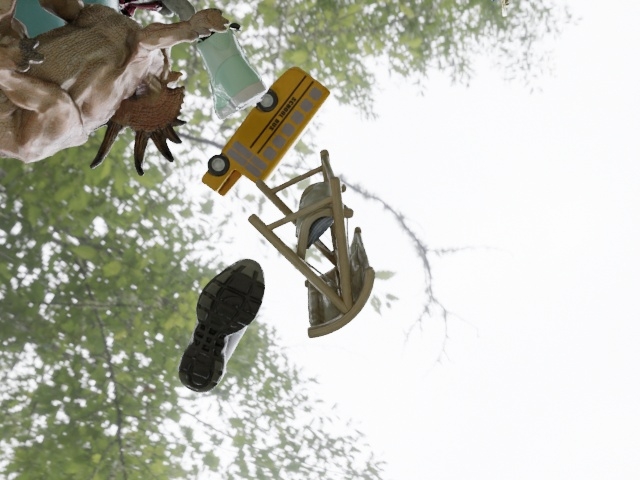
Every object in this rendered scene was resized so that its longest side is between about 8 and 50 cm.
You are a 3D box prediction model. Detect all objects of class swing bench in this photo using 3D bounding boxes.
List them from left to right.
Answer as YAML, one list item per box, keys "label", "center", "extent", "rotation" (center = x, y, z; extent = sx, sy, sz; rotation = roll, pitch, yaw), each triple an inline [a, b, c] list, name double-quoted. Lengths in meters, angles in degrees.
- label: "swing bench"
  center: [0.000, 0.000, 1.343]
  extent: [0.165, 0.254, 0.253]
  rotation: [-24, -162, 5]

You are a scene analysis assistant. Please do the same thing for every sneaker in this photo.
- label: "sneaker"
  center: [-0.172, 0.134, 1.277]
  extent: [0.101, 0.106, 0.267]
  rotation: [28, -69, -6]
- label: "sneaker"
  center: [-0.171, -0.311, 1.355]
  extent: [0.094, 0.256, 0.151]
  rotation: [-30, -82, -13]

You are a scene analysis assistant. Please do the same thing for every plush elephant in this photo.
- label: "plush elephant"
  center: [-0.530, -0.652, 1.963]
  extent: [0.255, 0.272, 0.330]
  rotation: [-40, -105, 3]

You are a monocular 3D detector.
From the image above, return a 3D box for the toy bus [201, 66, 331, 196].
- label: "toy bus"
  center: [-0.126, -0.234, 1.675]
  extent: [0.130, 0.108, 0.332]
  rotation: [37, -89, -3]

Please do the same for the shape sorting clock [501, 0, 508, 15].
- label: "shape sorting clock"
  center: [0.354, -0.550, 1.462]
  extent: [0.040, 0.206, 0.206]
  rotation: [-5, -115, 19]

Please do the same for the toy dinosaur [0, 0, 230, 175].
- label: "toy dinosaur"
  center: [-0.204, -0.122, 0.608]
  extent: [0.296, 0.200, 0.127]
  rotation: [-29, -109, -37]

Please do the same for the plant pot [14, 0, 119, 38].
- label: "plant pot"
  center: [-0.482, -0.388, 1.270]
  extent: [0.293, 0.235, 0.293]
  rotation: [1, -135, -1]
